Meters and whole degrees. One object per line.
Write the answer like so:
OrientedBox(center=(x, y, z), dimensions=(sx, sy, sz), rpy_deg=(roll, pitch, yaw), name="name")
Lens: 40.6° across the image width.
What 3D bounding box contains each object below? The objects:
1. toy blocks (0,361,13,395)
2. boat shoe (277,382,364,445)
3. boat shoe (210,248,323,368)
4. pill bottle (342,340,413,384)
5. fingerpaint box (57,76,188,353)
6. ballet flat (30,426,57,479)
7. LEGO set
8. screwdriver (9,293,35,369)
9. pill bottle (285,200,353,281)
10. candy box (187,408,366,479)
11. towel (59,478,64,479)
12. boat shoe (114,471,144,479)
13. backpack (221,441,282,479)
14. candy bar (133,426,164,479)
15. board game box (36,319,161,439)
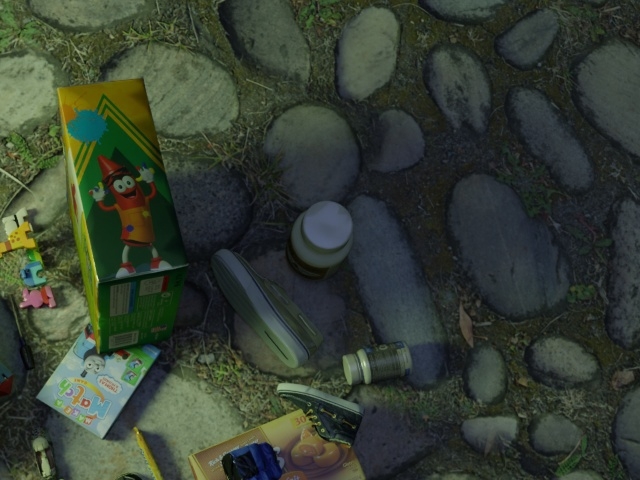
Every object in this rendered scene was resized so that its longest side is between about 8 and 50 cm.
OrientedBox(center=(-0.736, 0.298, 1.641), dimensions=(0.261, 0.191, 0.381), rpy_deg=(44, 48, 3), name="toy blocks")
OrientedBox(center=(-0.006, 0.345, 1.722), dimensions=(0.183, 0.065, 0.083), rpy_deg=(18, 68, -3), name="boat shoe")
OrientedBox(center=(-0.116, 0.134, 1.848), dimensions=(0.094, 0.109, 0.302), rpy_deg=(-38, 92, -32), name="boat shoe")
OrientedBox(center=(0.121, 0.263, 1.847), dimensions=(0.137, 0.078, 0.078), rpy_deg=(-10, 76, -11), name="pill bottle")
OrientedBox(center=(-0.379, -0.030, 1.644), dimensions=(0.163, 0.445, 0.371), rpy_deg=(-11, 70, -18), name="fingerpaint box")
OrientedBox(center=(-0.550, 0.425, 1.721), dimensions=(0.041, 0.041, 0.114), rpy_deg=(-17, 77, -13), name="ballet flat")
OrientedBox(center=(-0.630, 0.039, 1.794), dimensions=(0.093, 0.087, 0.227), rpy_deg=(-18, 77, -13), name="LEGO set")
OrientedBox(center=(-0.624, 0.189, 1.790), dimensions=(0.025, 0.024, 0.170), rpy_deg=(-30, 72, 14), name="screwdriver")
OrientedBox(center=(0.000, 0.000, 1.824), dimensions=(0.131, 0.229, 0.131), rpy_deg=(2, 74, -7), name="pill bottle")
OrientedBox(center=(-0.089, 0.462, 1.753), dimensions=(0.316, 0.087, 0.183), rpy_deg=(-20, 77, -13), name="candy box")
OrientedBox(center=(-0.485, 0.621, 1.579), dimensions=(0.248, 0.038, 0.325), rpy_deg=(31, 46, 10), name="towel")
OrientedBox(center=(-0.329, 0.558, 1.698), dimensions=(0.084, 0.079, 0.233), rpy_deg=(-36, 84, -18), name="boat shoe")
OrientedBox(center=(-0.124, 0.452, 1.653), dimensions=(0.101, 0.098, 0.120), rpy_deg=(-17, 75, -16), name="backpack")
OrientedBox(center=(-0.341, 0.450, 1.745), dimensions=(0.018, 0.040, 0.161), rpy_deg=(-22, 79, -23), name="candy bar")
OrientedBox(center=(-0.452, 0.276, 1.778), dimensions=(0.160, 0.039, 0.211), rpy_deg=(32, 73, 1), name="board game box")
